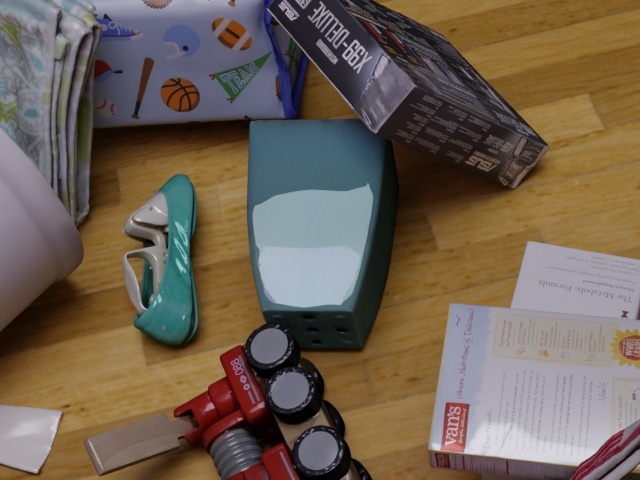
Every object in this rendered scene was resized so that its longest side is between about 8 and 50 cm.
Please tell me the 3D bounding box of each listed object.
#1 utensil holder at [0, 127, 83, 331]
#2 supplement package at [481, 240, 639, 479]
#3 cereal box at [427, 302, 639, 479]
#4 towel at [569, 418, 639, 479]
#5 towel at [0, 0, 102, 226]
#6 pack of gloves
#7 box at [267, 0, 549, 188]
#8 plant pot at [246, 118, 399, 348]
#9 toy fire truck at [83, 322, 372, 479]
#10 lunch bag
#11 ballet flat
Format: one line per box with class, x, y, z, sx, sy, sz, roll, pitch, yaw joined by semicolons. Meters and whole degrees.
utensil holder;-0.518;0.037;1.531;0.327;0.328;0.385;31;64;26
supplement package;0.262;0.145;1.459;0.139;0.134;0.244;9;56;15
cereal box;0.235;0.153;1.343;0.240;0.047;0.173;5;56;13
towel;0.151;0.284;1.222;0.237;0.329;0.037;-25;71;-43
towel;-0.432;-0.205;1.703;0.374;0.321;0.090;29;37;26
pack of gloves;-0.436;0.251;1.541;0.232;0.046;0.195;8;57;14
box;0.111;-0.193;1.634;0.076;0.307;0.242;-50;55;19
plant pot;0.000;0.000;1.590;0.165;0.166;0.234;0;60;8
toy fire truck;-0.101;0.228;1.457;0.246;0.158;0.217;-29;55;2
lunch bag;-0.174;-0.345;1.826;0.327;0.239;0.385;1;38;9
ballet flat;-0.196;0.009;1.645;0.087;0.083;0.247;17;50;-30
